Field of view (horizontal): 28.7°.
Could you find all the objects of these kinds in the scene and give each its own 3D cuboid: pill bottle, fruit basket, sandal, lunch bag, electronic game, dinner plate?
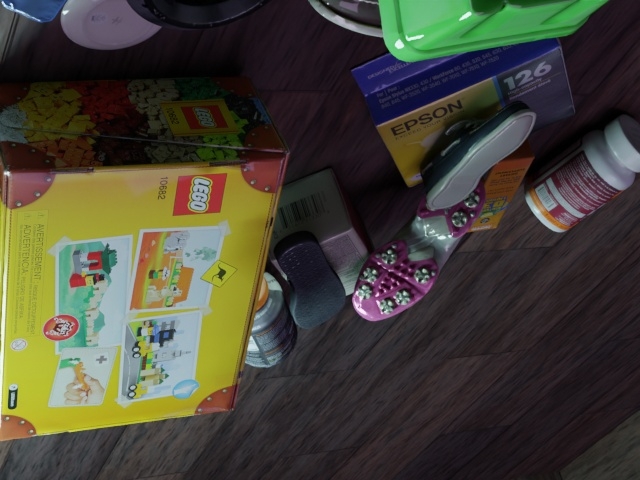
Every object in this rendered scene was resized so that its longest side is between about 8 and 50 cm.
[{"bbox_3d":[0.479,-0.120,2.223,0.121,0.121,0.221,11,140,-44],"label":"pill bottle"},{"bbox_3d":[0.171,-0.394,1.370,0.283,0.392,0.392,-12,152,-14],"label":"fruit basket"},{"bbox_3d":[-0.018,0.057,2.045,0.097,0.054,0.254,-22,144,-7],"label":"sandal"},{"bbox_3d":[-0.122,0.133,2.296,0.130,0.130,0.246,-18,153,-1],"label":"pill bottle"},{"bbox_3d":[-0.318,-0.308,1.433,0.067,0.065,0.098,23,134,-32],"label":"lunch bag"},{"bbox_3d":[-0.130,-0.336,1.516,0.229,0.048,0.229,-16,152,-9],"label":"electronic game"},{"bbox_3d":[-0.255,-0.281,1.575,0.141,0.017,0.141,-14,151,-8],"label":"dinner plate"}]

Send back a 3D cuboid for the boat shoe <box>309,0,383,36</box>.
[{"bbox_3d":[0.130,-0.331,1.627,0.324,0.117,0.097,-4,145,-35],"label":"boat shoe"}]

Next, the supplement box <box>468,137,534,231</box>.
[{"bbox_3d":[0.297,-0.105,2.183,0.078,0.080,0.233,-9,153,-15],"label":"supplement box"}]

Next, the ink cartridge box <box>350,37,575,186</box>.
[{"bbox_3d":[0.231,-0.225,1.934,0.303,0.072,0.307,-23,155,9],"label":"ink cartridge box"}]

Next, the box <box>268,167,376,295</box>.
[{"bbox_3d":[0.000,0.000,2.132,0.148,0.127,0.232,-22,153,6],"label":"box"}]

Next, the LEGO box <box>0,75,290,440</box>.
[{"bbox_3d":[-0.284,0.030,1.773,0.372,0.193,0.500,-4,131,-23],"label":"LEGO box"}]

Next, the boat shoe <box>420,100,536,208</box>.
[{"bbox_3d":[0.237,-0.144,1.932,0.095,0.079,0.254,-5,152,-30],"label":"boat shoe"}]

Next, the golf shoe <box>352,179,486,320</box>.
[{"bbox_3d":[0.175,0.013,2.110,0.306,0.115,0.140,-49,171,11],"label":"golf shoe"}]
